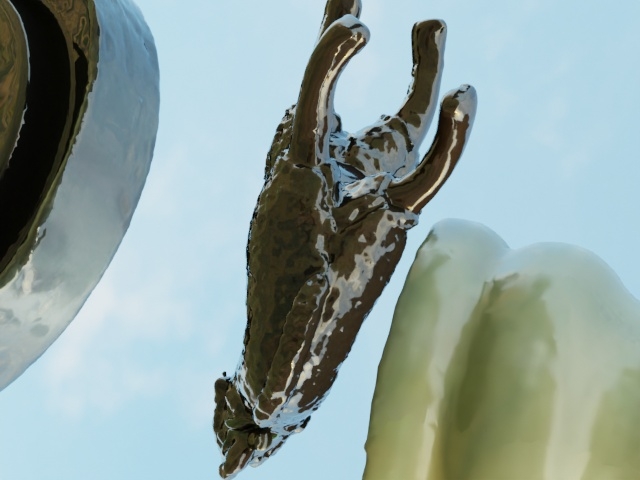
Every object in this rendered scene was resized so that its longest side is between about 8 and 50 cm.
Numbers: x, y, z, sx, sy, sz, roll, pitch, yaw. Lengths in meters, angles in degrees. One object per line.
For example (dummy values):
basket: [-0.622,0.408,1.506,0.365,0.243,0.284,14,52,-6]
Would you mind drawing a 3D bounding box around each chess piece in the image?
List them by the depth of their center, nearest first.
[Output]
chess piece: [0.153,0.080,0.492,0.251,0.144,0.144,8,-86,19]

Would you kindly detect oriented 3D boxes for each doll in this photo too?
doll: [0.000,0.000,0.503,0.139,0.057,0.165,-94,-155,-76]

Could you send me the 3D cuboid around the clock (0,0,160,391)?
clock: [-0.199,-0.036,0.741,0.281,0.055,0.280,-19,-124,31]
